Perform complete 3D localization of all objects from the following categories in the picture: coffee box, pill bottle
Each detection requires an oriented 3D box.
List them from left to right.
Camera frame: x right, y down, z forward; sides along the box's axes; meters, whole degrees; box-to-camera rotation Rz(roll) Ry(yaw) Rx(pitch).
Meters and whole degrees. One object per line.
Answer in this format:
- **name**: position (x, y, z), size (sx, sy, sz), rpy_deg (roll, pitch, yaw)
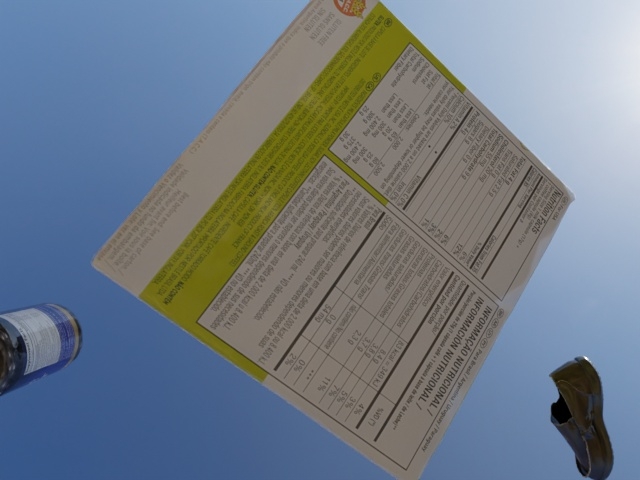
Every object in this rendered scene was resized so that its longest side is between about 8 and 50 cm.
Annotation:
- **pill bottle**: position (-0.479, 0.168, 0.687), size (0.122, 0.219, 0.123), rpy_deg (0, -90, 6)
- **coffee box**: position (0.000, 0.000, 0.549), size (0.334, 0.337, 0.338), rpy_deg (38, -105, -12)

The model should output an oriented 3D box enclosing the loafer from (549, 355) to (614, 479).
- **loafer**: position (0.419, 0.296, 0.752), size (0.078, 0.080, 0.220), rpy_deg (-12, -81, 9)
